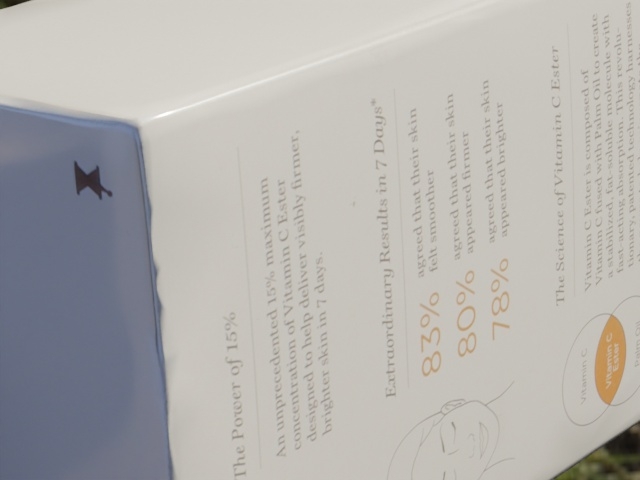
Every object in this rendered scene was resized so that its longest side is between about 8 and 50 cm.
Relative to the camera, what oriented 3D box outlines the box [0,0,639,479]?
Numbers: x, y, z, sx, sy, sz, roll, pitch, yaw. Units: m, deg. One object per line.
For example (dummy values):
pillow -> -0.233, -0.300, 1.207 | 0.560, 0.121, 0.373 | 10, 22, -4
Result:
box -> 0.000, 0.000, 0.773 | 0.168, 0.215, 0.345 | 13, 25, 39
